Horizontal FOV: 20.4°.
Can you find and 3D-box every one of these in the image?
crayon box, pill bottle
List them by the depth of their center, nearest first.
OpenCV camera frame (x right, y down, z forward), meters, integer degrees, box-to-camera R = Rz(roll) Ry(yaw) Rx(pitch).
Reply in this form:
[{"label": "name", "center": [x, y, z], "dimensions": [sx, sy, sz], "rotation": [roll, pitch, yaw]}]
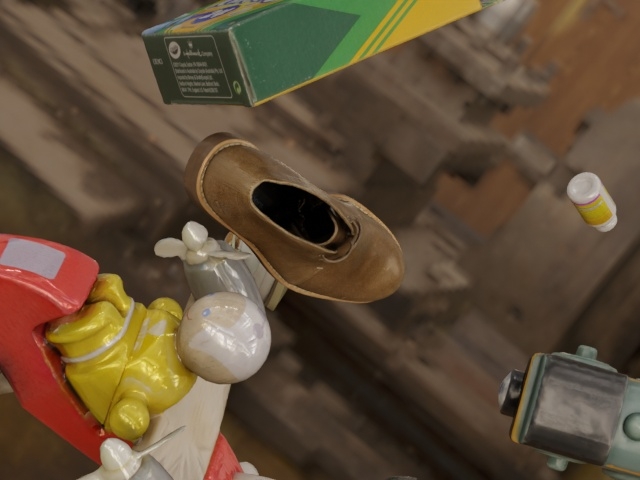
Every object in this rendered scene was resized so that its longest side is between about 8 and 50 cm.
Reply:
[{"label": "crayon box", "center": [0.010, -0.227, 1.760], "dimensions": [0.203, 0.323, 0.083], "rotation": [9, -60, 60]}, {"label": "pill bottle", "center": [0.335, -0.045, 2.170], "dimensions": [0.083, 0.043, 0.043], "rotation": [49, 3, -46]}]

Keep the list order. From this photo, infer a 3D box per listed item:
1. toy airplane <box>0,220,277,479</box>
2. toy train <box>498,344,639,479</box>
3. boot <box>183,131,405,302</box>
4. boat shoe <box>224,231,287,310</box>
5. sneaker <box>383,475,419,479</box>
[{"label": "toy airplane", "center": [-0.135, 0.157, 1.674], "dimensions": [0.384, 0.272, 0.386], "rotation": [6, 53, -51]}, {"label": "toy train", "center": [0.350, 0.204, 1.863], "dimensions": [0.334, 0.142, 0.190], "rotation": [17, -3, 5]}, {"label": "boot", "center": [0.000, 0.000, 1.752], "dimensions": [0.115, 0.112, 0.305], "rotation": [27, -3, 45]}, {"label": "boat shoe", "center": [-0.079, 0.022, 2.315], "dimensions": [0.103, 0.113, 0.302], "rotation": [32, -11, -2]}, {"label": "sneaker", "center": [0.035, 0.274, 1.565], "dimensions": [0.132, 0.086, 0.229], "rotation": [7, -34, 18]}]
